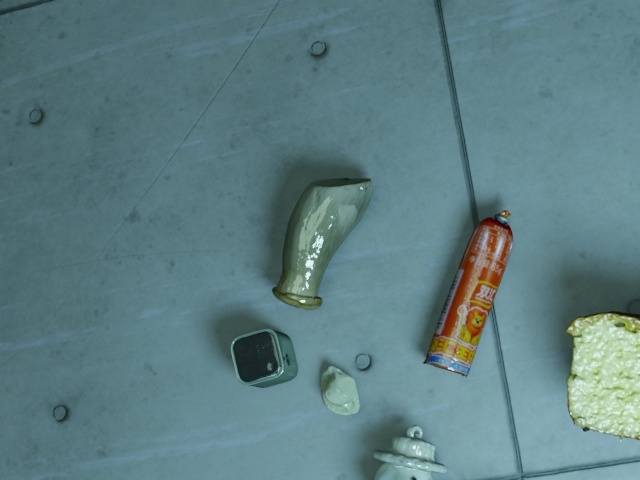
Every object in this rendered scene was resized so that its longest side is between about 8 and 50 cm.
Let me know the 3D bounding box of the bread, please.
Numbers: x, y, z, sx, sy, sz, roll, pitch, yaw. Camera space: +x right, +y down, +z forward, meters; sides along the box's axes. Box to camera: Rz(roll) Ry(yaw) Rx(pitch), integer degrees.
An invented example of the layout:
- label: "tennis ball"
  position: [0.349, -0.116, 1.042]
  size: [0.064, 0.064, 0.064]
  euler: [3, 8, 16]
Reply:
- label: "bread"
  position: [0.522, 0.209, 1.713]
  size: [0.340, 0.179, 0.194]
  euler: [8, 83, 15]

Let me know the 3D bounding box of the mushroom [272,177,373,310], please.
- label: "mushroom"
  position: [-0.006, -0.007, 1.956]
  size: [0.096, 0.108, 0.247]
  euler: [15, 79, 60]

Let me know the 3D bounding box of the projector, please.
- label: "projector"
  position: [-0.092, 0.194, 1.945]
  size: [0.083, 0.082, 0.083]
  euler: [-18, 76, 12]

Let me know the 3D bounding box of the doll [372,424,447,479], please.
- label: "doll"
  position: [0.119, 0.429, 1.820]
  size: [0.138, 0.119, 0.293]
  euler: [16, 83, -25]

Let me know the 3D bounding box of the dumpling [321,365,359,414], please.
- label: "dumpling"
  position: [0.032, 0.246, 1.925]
  size: [0.076, 0.057, 0.052]
  euler: [34, 51, -5]

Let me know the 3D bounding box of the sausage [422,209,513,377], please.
- label: "sausage"
  position: [0.244, 0.078, 1.876]
  size: [0.074, 0.074, 0.274]
  euler: [18, 84, 19]
